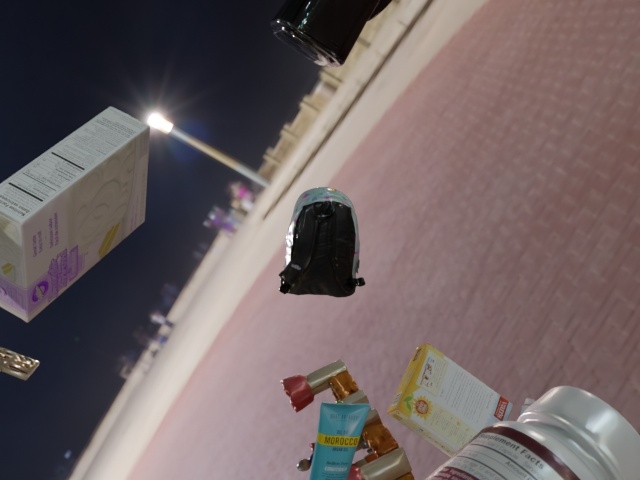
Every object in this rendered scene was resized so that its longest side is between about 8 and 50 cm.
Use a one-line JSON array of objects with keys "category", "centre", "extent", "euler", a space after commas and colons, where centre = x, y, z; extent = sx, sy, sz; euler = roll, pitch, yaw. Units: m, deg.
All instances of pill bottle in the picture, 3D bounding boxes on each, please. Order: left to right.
[{"category": "pill bottle", "centre": [0.223, 0.368, 1.223], "extent": [0.392, 0.224, 0.224], "euler": [-34, -5, -24]}]

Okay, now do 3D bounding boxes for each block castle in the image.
[{"category": "block castle", "centre": [0.060, 0.509, 2.215], "extent": [0.213, 0.303, 0.453], "euler": [-26, 30, -8]}]

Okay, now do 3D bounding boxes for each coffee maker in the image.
[{"category": "coffee maker", "centre": [0.021, -0.324, 1.252], "extent": [0.178, 0.120, 0.171], "euler": [-60, -7, -3]}]

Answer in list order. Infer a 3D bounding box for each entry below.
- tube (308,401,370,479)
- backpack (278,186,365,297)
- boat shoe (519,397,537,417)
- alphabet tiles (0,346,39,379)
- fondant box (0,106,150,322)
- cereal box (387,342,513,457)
[{"category": "tube", "centre": [0.017, 0.342, 1.504], "extent": [0.052, 0.080, 0.207], "euler": [38, 119, 60]}, {"category": "backpack", "centre": [0.000, 0.000, 1.699], "extent": [0.115, 0.152, 0.182], "euler": [-112, 24, -66]}, {"category": "boat shoe", "centre": [0.434, 0.366, 1.958], "extent": [0.226, 0.076, 0.083], "euler": [-33, -46, -69]}, {"category": "alphabet tiles", "centre": [-0.557, 0.159, 1.518], "extent": [0.198, 0.237, 0.009], "euler": [-151, 84, -82]}, {"category": "fondant box", "centre": [-0.434, -0.050, 1.698], "extent": [0.330, 0.096, 0.238], "euler": [-47, -22, -43]}, {"category": "cereal box", "centre": [0.273, 0.350, 2.037], "extent": [0.047, 0.240, 0.173], "euler": [-40, 16, 55]}]
